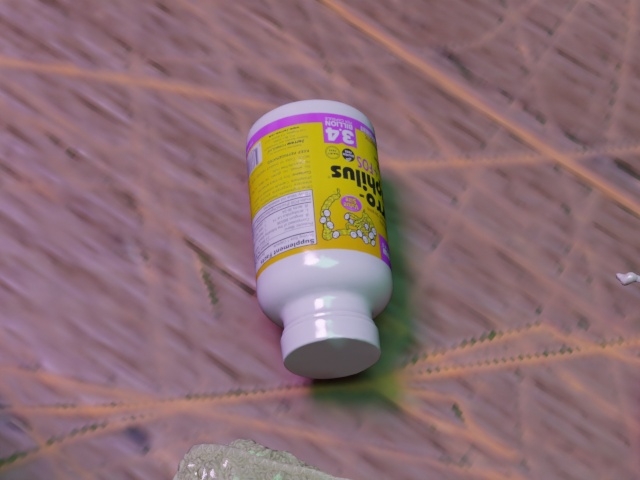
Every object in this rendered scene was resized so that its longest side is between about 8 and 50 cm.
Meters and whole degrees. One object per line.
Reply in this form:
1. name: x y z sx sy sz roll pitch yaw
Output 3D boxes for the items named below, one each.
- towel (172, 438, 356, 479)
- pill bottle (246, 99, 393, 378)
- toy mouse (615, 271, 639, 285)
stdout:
1. towel: 0.014 0.124 0.451 0.148 0.027 0.110 19 62 6
2. pill bottle: 0.000 0.000 0.509 0.043 0.043 0.083 -3 62 -5
3. toy mouse: 0.152 0.071 0.486 0.161 0.031 0.143 24 62 10
